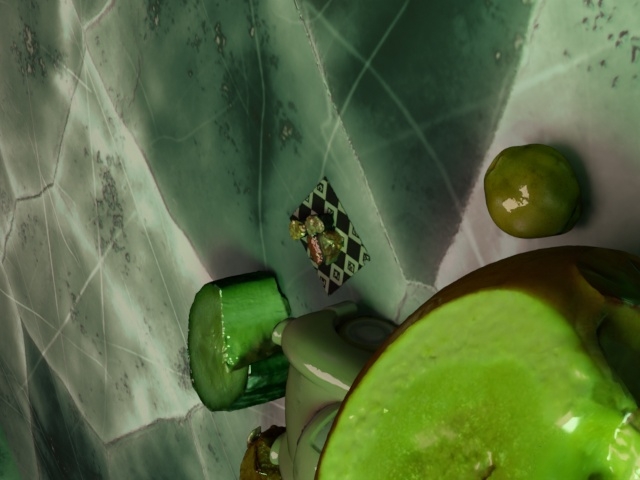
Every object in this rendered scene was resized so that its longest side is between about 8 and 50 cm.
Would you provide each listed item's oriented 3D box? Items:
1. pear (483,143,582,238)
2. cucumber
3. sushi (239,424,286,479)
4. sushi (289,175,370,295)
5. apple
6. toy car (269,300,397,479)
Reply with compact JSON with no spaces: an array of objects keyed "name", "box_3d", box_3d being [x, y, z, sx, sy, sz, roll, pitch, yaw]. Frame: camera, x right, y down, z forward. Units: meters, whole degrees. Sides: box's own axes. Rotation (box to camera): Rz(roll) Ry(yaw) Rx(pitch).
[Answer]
[{"name":"pear","box_3d":[0.204,-0.046,0.963,0.097,0.092,0.092,28,143,-10]},{"name":"cucumber","box_3d":[-0.104,0.148,1.457,0.191,0.130,0.191,15,109,50]},{"name":"sushi","box_3d":[-0.032,0.373,1.391,0.296,0.166,0.179,50,127,40]},{"name":"sushi","box_3d":[0.000,0.000,1.319,0.126,0.026,0.120,62,144,15]},{"name":"apple","box_3d":[0.189,0.191,0.828,0.374,0.384,0.374,9,118,17]},{"name":"toy car","box_3d":[0.047,0.250,1.185,0.336,0.226,0.242,30,128,44]}]
